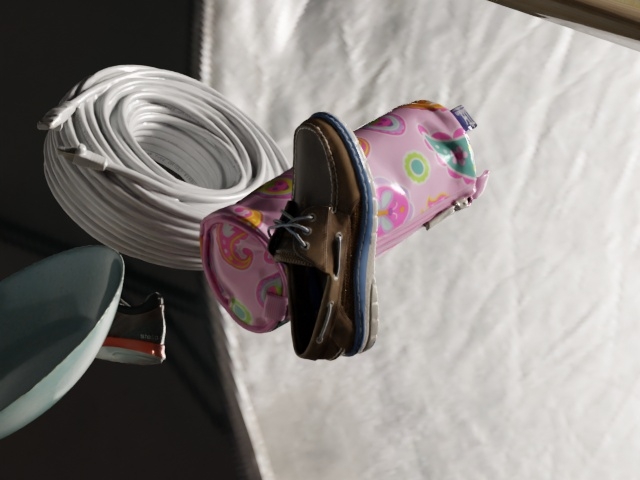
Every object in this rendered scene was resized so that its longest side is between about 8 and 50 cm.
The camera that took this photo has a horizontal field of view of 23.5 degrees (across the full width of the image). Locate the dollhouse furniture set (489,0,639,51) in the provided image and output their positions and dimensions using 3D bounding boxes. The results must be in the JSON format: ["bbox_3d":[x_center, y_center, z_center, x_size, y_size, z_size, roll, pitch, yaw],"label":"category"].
[{"bbox_3d":[0.138,-0.192,0.947,0.212,0.242,0.161,16,83,-13],"label":"dollhouse furniture set"}]

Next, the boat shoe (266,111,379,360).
[{"bbox_3d":[0.000,0.000,1.112,0.066,0.066,0.183,-15,101,-36],"label":"boat shoe"}]

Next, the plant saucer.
[{"bbox_3d":[-0.195,0.078,0.960,0.195,0.195,0.037,-51,119,-35],"label":"plant saucer"}]

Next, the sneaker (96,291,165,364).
[{"bbox_3d":[-0.183,0.049,1.124,0.158,0.061,0.065,9,87,10],"label":"sneaker"}]

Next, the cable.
[{"bbox_3d":[-0.154,-0.074,1.571,0.257,0.089,0.257,32,32,-4],"label":"cable"}]

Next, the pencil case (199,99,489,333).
[{"bbox_3d":[0.025,-0.027,1.375,0.284,0.124,0.124,-31,93,-37],"label":"pencil case"}]
